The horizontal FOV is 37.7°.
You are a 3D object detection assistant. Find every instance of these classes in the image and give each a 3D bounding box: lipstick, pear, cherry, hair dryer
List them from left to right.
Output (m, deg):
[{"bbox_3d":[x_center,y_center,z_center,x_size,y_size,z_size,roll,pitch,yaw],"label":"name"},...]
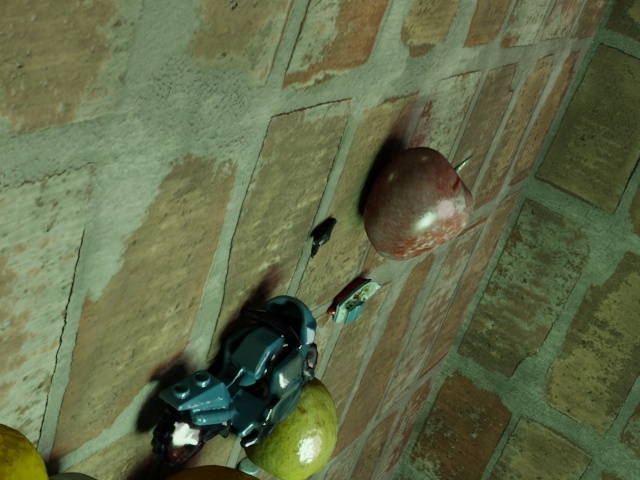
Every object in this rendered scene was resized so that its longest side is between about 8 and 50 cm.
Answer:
[{"bbox_3d":[-0.182,0.575,2.159,0.048,0.048,0.158,-29,143,-54],"label":"lipstick"},{"bbox_3d":[-0.065,0.379,1.948,0.188,0.228,0.211,11,91,-29],"label":"pear"},{"bbox_3d":[0.000,0.000,1.858,0.079,0.031,0.083,-52,174,-45],"label":"hair dryer"},{"bbox_3d":[0.211,-0.088,1.964,0.285,0.213,0.236,-45,141,15],"label":"cherry"}]

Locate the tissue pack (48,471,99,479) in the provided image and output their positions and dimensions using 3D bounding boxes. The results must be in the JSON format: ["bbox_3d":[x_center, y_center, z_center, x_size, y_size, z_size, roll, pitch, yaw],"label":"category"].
[{"bbox_3d":[-0.371,0.507,1.359,0.236,0.229,0.333,-23,139,-58],"label":"tissue pack"}]

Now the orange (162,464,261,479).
[{"bbox_3d":[-0.213,0.575,1.697,0.293,0.340,0.340,32,88,-46],"label":"orange"}]

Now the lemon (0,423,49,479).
[{"bbox_3d":[-0.406,0.310,1.082,0.188,0.188,0.256,-31,143,-53],"label":"lemon"}]

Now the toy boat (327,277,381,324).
[{"bbox_3d":[0.085,0.138,2.179,0.173,0.059,0.069,-37,150,-47],"label":"toy boat"}]

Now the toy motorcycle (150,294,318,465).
[{"bbox_3d":[-0.137,0.233,1.675,0.416,0.172,0.232,-22,132,-46],"label":"toy motorcycle"}]
